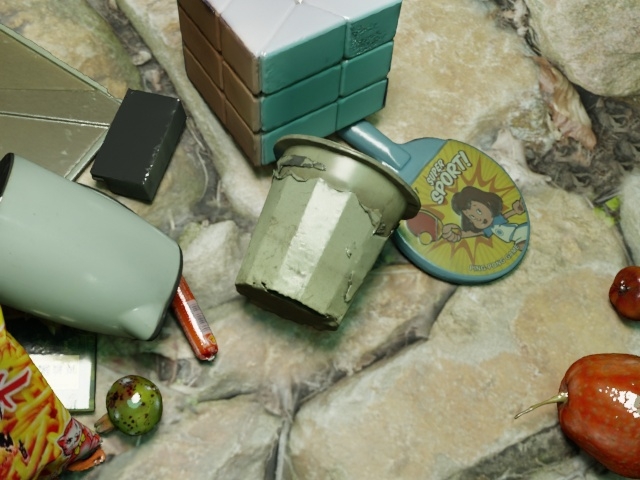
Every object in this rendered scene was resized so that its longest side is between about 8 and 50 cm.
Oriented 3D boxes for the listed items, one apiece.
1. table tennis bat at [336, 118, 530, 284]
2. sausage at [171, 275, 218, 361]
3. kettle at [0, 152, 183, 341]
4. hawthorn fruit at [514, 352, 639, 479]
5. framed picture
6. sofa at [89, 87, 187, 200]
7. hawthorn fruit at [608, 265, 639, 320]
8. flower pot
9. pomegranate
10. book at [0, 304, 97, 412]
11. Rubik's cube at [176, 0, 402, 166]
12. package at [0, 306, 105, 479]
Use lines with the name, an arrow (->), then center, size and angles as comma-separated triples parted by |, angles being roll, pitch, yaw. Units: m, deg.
table tennis bat -> 0.163, -0.073, 1.150 | 0.329, 0.044, 0.215 | 40, 67, 5
sausage -> -0.168, 0.101, 1.012 | 0.034, 0.034, 0.129 | -26, 75, -20
kettle -> -0.290, 0.003, 0.939 | 0.237, 0.161, 0.221 | 26, 27, -29
hawthorn fruit -> 0.370, 0.215, 1.026 | 0.204, 0.162, 0.162 | 17, 64, 16
framed picture -> -0.437, -0.186, 1.084 | 0.290, 0.020, 0.211 | 31, 66, 3
sofa -> -0.250, -0.132, 1.085 | 0.085, 0.060, 0.147 | 13, 67, 8
hawthorn fruit -> 0.469, 0.079, 1.129 | 0.093, 0.081, 0.081 | 12, 65, -22
flower pot -> 0.000, 0.000, 1.004 | 0.212, 0.212, 0.202 | 23, 73, -1
pomegranate -> -0.233, 0.198, 0.942 | 0.085, 0.073, 0.073 | -5, 68, 3
book -> -0.361, 0.103, 0.978 | 0.160, 0.024, 0.228 | 1, 67, -14
Rubik's cube -> -0.049, -0.280, 1.068 | 0.231, 0.224, 0.221 | -28, 64, -19
package -> -0.366, 0.207, 0.814 | 0.223, 0.109, 0.288 | -50, 127, -39
